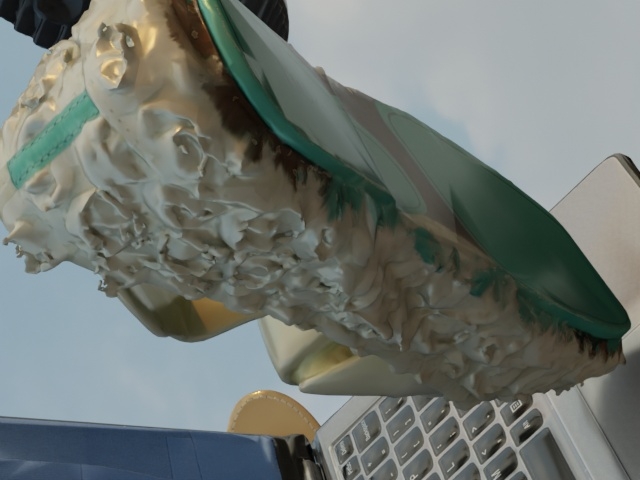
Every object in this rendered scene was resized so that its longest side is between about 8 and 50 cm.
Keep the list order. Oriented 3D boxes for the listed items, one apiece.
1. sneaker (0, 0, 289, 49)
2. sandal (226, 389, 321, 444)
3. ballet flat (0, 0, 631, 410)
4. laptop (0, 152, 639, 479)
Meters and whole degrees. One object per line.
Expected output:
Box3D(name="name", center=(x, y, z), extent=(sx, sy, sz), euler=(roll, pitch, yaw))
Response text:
Box3D(name="sneaker", center=(-0.151, -0.184, 0.872), extent=(0.319, 0.112, 0.131), euler=(29, -149, -18))
Box3D(name="sandal", center=(-0.028, 0.212, 1.298), extent=(0.079, 0.088, 0.240), euler=(37, -141, -66))
Box3D(name="ballet flat", center=(0.000, 0.000, 0.795), extent=(0.409, 0.147, 0.147), euler=(29, -127, -56))
Box3D(name="laptop", center=(-0.009, 0.108, 0.895), extent=(0.236, 0.408, 0.382), euler=(40, -167, -25))
